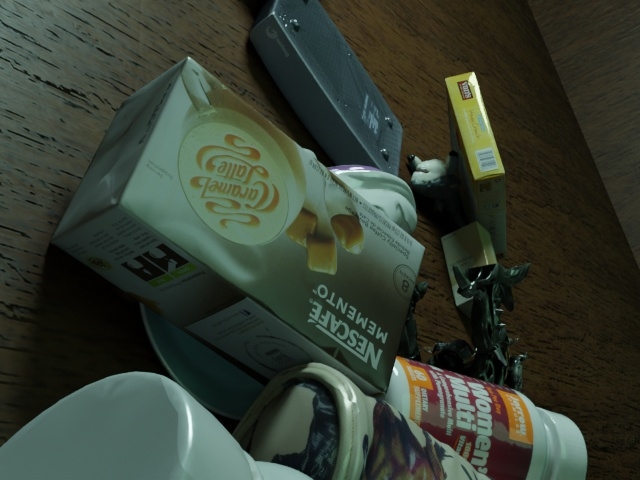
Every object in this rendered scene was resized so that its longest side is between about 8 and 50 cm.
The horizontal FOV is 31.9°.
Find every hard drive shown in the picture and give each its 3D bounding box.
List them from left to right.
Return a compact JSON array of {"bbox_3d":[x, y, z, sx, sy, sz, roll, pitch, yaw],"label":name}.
[{"bbox_3d":[0.010,-0.183,1.317,0.255,0.054,0.172,53,25,-24],"label":"hard drive"}]

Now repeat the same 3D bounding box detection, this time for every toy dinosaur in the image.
[{"bbox_3d":[0.150,0.140,1.171,0.322,0.164,0.219,56,28,-80],"label":"toy dinosaur"}]

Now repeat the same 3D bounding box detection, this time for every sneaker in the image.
[{"bbox_3d":[0.000,0.000,1.064,0.305,0.114,0.152,8,71,-57],"label":"sneaker"}]

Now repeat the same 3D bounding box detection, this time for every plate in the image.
[{"bbox_3d":[-0.067,0.050,0.880,0.188,0.024,0.188,17,63,-37],"label":"plate"}]

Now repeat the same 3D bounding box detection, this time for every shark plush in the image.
[{"bbox_3d":[0.160,-0.062,1.553,0.161,0.073,0.067,63,35,-57],"label":"shark plush"}]

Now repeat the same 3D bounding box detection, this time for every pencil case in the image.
[{"bbox_3d":[0.092,0.246,0.831,0.410,0.160,0.183,37,13,-32],"label":"pencil case"}]

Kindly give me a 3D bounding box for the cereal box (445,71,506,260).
[{"bbox_3d":[0.219,-0.096,1.572,0.240,0.047,0.173,74,4,-60],"label":"cereal box"}]

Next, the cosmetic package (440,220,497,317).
[{"bbox_3d":[0.203,0.038,1.489,0.041,0.060,0.115,39,31,-45],"label":"cosmetic package"}]

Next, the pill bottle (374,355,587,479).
[{"bbox_3d":[0.119,0.179,0.984,0.221,0.121,0.121,18,45,-27],"label":"pill bottle"}]

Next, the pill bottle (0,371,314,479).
[{"bbox_3d":[-0.026,0.247,0.581,0.361,0.204,0.204,51,26,-28],"label":"pill bottle"}]

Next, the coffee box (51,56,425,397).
[{"bbox_3d":[-0.051,0.004,0.824,0.246,0.098,0.141,38,52,-25],"label":"coffee box"}]
